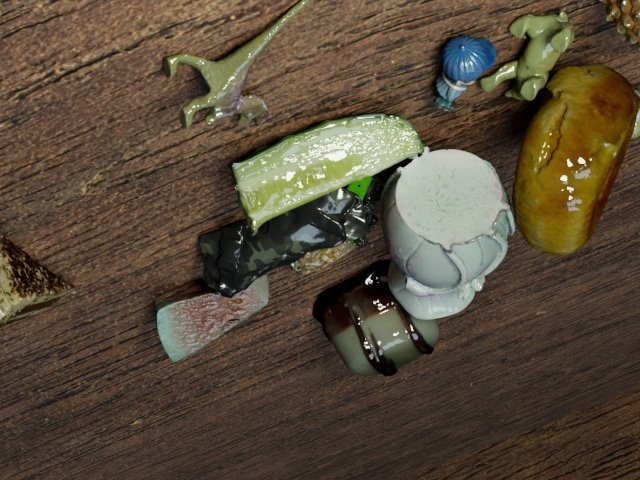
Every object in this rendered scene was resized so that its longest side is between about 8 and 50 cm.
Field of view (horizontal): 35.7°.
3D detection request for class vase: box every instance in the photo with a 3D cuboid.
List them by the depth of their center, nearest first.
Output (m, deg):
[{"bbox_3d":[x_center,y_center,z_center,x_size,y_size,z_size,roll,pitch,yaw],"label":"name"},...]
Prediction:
[{"bbox_3d":[0.227,0.002,1.887,0.250,0.249,0.445,-19,159,-5],"label":"vase"}]

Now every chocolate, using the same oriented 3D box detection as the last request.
[{"bbox_3d":[0.144,0.195,2.204,0.284,0.186,0.283,-16,149,-10],"label":"chocolate"}]

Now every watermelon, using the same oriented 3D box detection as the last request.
[{"bbox_3d":[-0.214,0.128,1.983,0.241,0.094,0.154,-20,140,-5],"label":"watermelon"}]

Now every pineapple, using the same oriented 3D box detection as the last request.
[{"bbox_3d":[0.530,-0.366,1.538,0.166,0.193,0.166,-21,147,-14],"label":"pineapple"}]

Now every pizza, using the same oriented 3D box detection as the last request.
[{"bbox_3d":[0.000,0.000,1.932,0.185,0.052,0.195,-33,148,13],"label":"pizza"}]

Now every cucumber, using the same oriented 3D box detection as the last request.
[{"bbox_3d":[0.005,-0.135,1.669,0.326,0.105,0.145,-22,109,-3],"label":"cucumber"}]

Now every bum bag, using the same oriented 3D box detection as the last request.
[{"bbox_3d":[-0.077,-0.008,1.811,0.341,0.095,0.144,-25,116,18],"label":"bum bag"}]

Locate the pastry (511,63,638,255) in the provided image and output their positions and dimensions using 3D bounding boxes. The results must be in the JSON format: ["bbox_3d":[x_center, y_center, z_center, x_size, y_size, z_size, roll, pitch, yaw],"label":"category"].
[{"bbox_3d":[0.439,-0.141,1.734,0.164,0.356,0.356,20,153,15],"label":"pastry"}]

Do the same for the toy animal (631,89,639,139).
[{"bbox_3d":[0.593,-0.249,1.881,0.137,0.098,0.098,-28,155,-27],"label":"toy animal"}]

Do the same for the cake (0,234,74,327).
[{"bbox_3d":[-0.509,0.108,1.690,0.112,0.135,0.246,-26,150,5],"label":"cake"}]

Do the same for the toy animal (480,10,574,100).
[{"bbox_3d":[0.357,-0.298,1.658,0.101,0.103,0.218,-30,155,-39],"label":"toy animal"}]

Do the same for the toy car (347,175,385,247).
[{"bbox_3d":[0.075,-0.056,1.862,0.063,0.071,0.165,20,149,9],"label":"toy car"}]

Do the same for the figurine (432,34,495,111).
[{"bbox_3d":[0.224,-0.275,1.617,0.087,0.086,0.149,15,151,-12],"label":"figurine"}]

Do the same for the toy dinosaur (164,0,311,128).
[{"bbox_3d":[-0.125,-0.250,1.450,0.200,0.072,0.251,-17,139,-29],"label":"toy dinosaur"}]
